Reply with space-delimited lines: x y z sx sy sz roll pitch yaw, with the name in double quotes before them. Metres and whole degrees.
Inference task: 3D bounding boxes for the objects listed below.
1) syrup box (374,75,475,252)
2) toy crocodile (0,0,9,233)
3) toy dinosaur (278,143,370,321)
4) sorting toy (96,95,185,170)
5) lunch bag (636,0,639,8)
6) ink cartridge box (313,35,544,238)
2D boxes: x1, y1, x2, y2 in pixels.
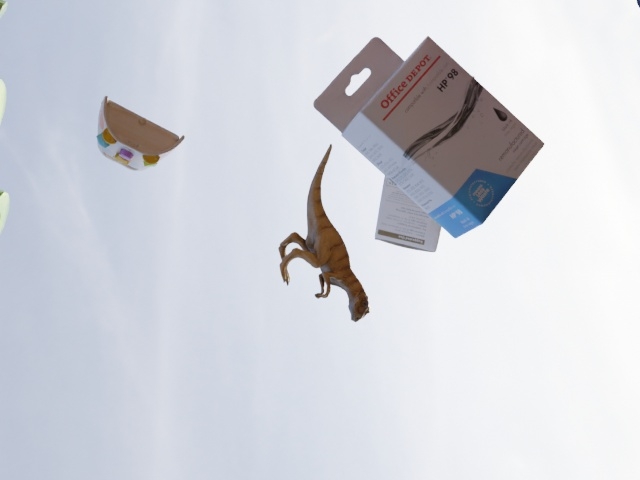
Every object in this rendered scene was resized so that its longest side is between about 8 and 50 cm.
"syrup box" 0.143 -0.111 1.260 0.093 0.096 0.237 -61 -19 -59
"toy crocodile" -0.378 -0.098 0.936 0.115 0.341 0.105 16 -143 0
"toy dinosaur" 0.000 0.000 1.111 0.064 0.112 0.212 -45 -65 -81
"sorting toy" -0.185 -0.091 0.878 0.083 0.075 0.045 27 -115 -16
"lunch bag" 0.423 -0.262 1.051 0.065 0.067 0.098 8 -126 -45
"ink cartridge box" 0.094 -0.102 0.804 0.180 0.060 0.104 42 -109 -4
